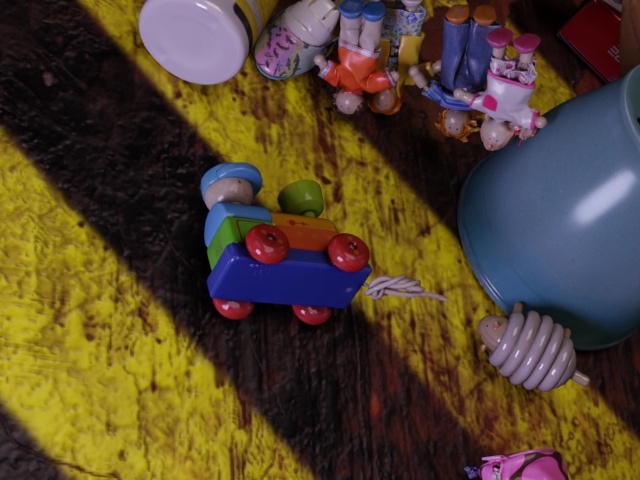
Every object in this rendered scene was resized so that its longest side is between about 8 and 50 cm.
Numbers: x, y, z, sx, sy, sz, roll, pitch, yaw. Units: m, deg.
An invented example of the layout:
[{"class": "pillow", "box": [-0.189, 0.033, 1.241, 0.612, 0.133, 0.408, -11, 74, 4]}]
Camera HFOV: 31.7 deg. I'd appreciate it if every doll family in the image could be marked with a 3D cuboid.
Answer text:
[{"class": "doll family", "box": [0.129, -0.187, 1.252, 0.262, 0.163, 0.118, 14, 41, 10]}]

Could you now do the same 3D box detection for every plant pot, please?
[{"class": "plant pot", "box": [0.334, -0.053, 1.248, 0.271, 0.255, 0.272, 14, 55, -22]}]

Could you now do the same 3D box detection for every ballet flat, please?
[{"class": "ballet flat", "box": [0.011, -0.258, 1.293, 0.077, 0.079, 0.221, 51, 50, 3]}]

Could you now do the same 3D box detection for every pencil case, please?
[{"class": "pencil case", "box": [0.204, 0.307, 1.076, 0.098, 0.095, 0.209, 31, 43, -53]}]

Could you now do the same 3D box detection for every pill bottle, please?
[{"class": "pill bottle", "box": [-0.101, -0.276, 1.209, 0.119, 0.119, 0.208, 33, 51, -11]}]

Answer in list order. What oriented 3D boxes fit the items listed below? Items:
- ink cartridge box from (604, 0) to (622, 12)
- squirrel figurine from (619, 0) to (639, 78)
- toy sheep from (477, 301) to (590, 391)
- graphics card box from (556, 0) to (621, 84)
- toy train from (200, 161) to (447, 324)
[{"class": "ink cartridge box", "box": [0.466, -0.359, 1.452, 0.237, 0.172, 0.100, 29, 51, -13]}, {"class": "squirrel figurine", "box": [0.590, -0.151, 1.376, 0.370, 0.397, 0.281, -21, 36, -21]}, {"class": "toy sheep", "box": [0.229, 0.118, 1.205, 0.132, 0.091, 0.091, 24, 51, 6]}, {"class": "graphics card box", "box": [0.514, -0.326, 1.635, 0.233, 0.094, 0.371, 44, 49, -1]}, {"class": "toy train", "box": [0.000, 0.000, 1.132, 0.248, 0.105, 0.143, 6, 47, -29]}]
